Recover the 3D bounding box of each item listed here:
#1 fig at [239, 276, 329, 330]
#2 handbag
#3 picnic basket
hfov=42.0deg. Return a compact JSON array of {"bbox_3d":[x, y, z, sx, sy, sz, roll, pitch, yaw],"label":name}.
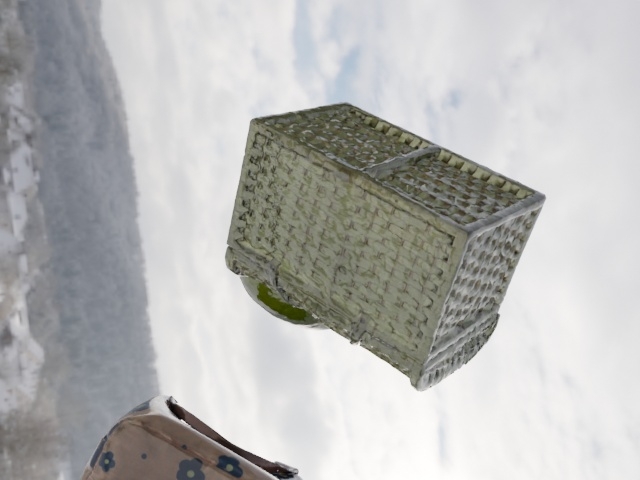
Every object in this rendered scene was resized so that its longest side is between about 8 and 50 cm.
[{"bbox_3d":[0.000,0.000,0.933,0.191,0.181,0.181,-49,-138,24],"label":"fig"},{"bbox_3d":[-0.137,0.300,0.942,0.190,0.251,0.193,-61,179,6],"label":"handbag"},{"bbox_3d":[0.042,0.003,0.649,0.196,0.134,0.154,30,-60,26],"label":"picnic basket"}]
